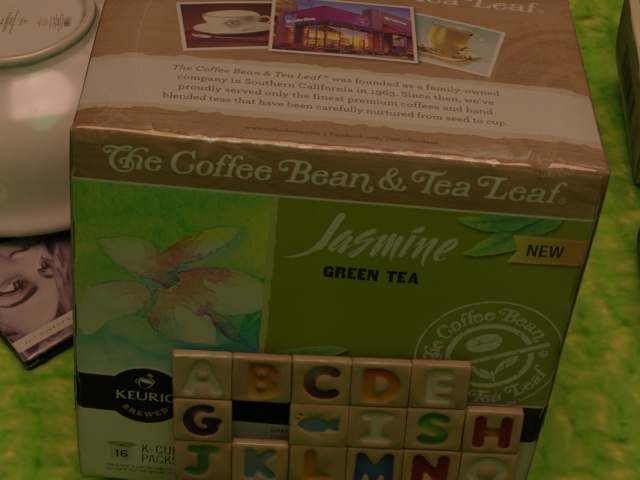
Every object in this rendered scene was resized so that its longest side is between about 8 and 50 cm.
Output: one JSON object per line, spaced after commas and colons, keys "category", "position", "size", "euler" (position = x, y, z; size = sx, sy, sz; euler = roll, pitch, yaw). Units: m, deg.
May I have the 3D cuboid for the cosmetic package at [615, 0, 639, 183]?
{"category": "cosmetic package", "position": [0.434, -0.152, 1.268], "size": [0.310, 0.113, 0.160], "euler": [-3, 65, 4]}

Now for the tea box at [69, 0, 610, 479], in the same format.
{"category": "tea box", "position": [0.000, 0.000, 1.002], "size": [0.329, 0.323, 0.220], "euler": [4, 39, -2]}

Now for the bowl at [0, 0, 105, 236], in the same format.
{"category": "bowl", "position": [-0.263, -0.149, 1.258], "size": [0.298, 0.134, 0.297], "euler": [-2, 44, 2]}

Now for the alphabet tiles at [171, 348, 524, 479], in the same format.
{"category": "alphabet tiles", "position": [0.017, 0.156, 0.977], "size": [0.237, 0.198, 0.009], "euler": [3, 37, 0]}

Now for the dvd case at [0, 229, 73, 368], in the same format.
{"category": "dvd case", "position": [-0.242, -0.001, 1.224], "size": [0.165, 0.018, 0.221], "euler": [-30, 56, -25]}

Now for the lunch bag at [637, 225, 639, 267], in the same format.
{"category": "lunch bag", "position": [0.383, 0.027, 1.175], "size": [0.219, 0.090, 0.176], "euler": [3, 52, 2]}
